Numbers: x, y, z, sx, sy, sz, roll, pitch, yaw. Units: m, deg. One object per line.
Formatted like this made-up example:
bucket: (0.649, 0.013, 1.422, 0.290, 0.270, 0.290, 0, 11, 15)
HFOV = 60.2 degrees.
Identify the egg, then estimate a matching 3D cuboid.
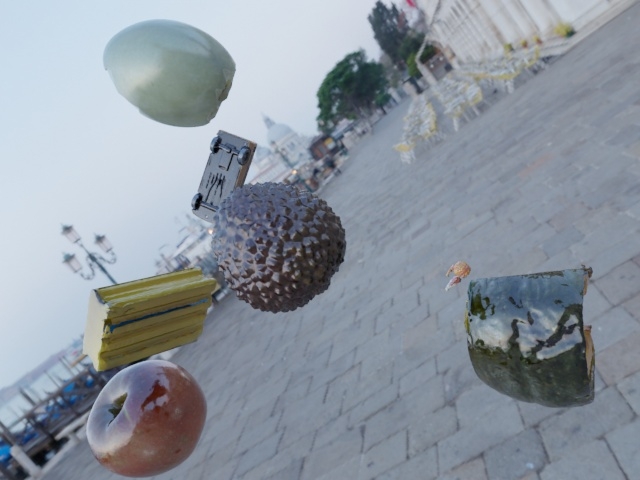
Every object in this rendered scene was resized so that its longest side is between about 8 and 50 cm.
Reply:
egg: (-0.412, -0.457, 1.502, 0.278, 0.337, 0.278, -159, 90, -83)

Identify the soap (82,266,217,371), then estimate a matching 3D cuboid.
soap: (-0.432, 0.192, 1.406, 0.325, 0.096, 0.204, -11, -53, -50)

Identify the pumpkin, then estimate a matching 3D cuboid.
pumpkin: (0.434, 0.191, 1.106, 0.226, 0.302, 0.256, -6, 19, 34)

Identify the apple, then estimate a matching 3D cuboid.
apple: (-0.514, 0.533, 1.666, 0.349, 0.277, 0.348, -23, 42, 23)

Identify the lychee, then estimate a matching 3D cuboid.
lychee: (-0.089, 0.004, 1.065, 0.268, 0.267, 0.267, -37, 7, 5)

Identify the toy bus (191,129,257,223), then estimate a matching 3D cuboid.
toy bus: (-0.205, -0.133, 1.192, 0.088, 0.083, 0.194, -22, -45, -75)

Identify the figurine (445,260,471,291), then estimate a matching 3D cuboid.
figurine: (0.341, 0.092, 1.402, 0.064, 0.047, 0.109, -50, -12, -36)
